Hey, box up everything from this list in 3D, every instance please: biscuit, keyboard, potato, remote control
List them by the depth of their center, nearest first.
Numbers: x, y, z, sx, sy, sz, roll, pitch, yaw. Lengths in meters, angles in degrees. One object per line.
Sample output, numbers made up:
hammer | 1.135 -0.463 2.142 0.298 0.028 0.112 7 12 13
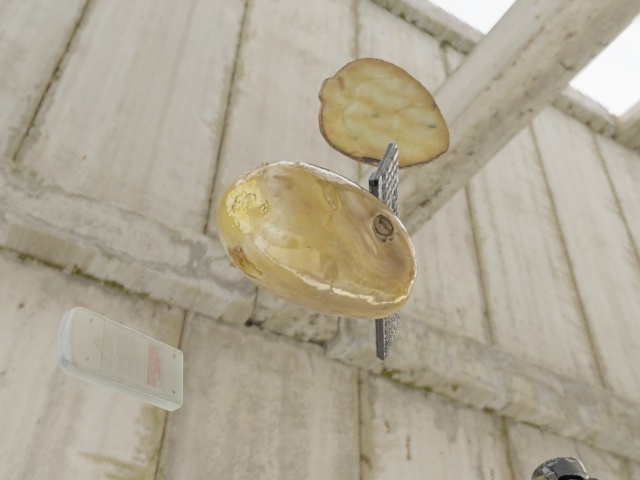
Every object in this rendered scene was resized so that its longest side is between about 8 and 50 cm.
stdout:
potato | 0.000 0.000 0.741 0.234 0.146 0.150 28 -109 -37
remote control | -0.250 0.152 0.912 0.190 0.029 0.087 35 -144 -44
keyboard | 0.089 0.025 0.964 0.018 0.309 0.101 9 -141 18
biscuit | 0.117 -0.221 1.307 0.260 0.041 0.202 24 -105 -7

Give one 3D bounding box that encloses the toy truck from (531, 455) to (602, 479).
toy truck | 0.328 0.408 0.975 0.224 0.165 0.147 41 -158 -39
